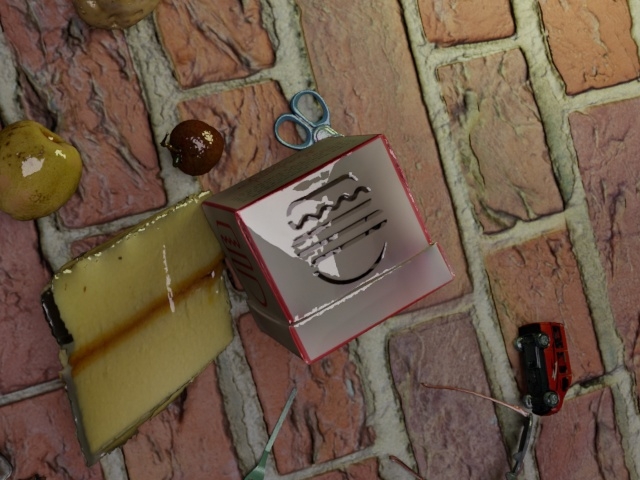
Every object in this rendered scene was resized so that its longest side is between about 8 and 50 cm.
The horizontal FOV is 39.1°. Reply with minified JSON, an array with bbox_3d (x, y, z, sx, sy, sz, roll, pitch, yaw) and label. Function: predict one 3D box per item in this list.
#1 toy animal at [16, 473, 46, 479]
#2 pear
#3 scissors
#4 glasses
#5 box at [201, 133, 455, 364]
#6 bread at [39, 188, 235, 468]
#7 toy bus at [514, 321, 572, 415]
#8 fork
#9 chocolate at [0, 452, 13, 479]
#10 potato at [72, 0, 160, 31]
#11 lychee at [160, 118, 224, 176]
[{"bbox_3d":[-0.513,0.571,1.641,0.224,0.066,0.229,35,90,6],"label":"toy animal"},{"bbox_3d":[-0.516,-0.120,1.597,0.178,0.178,0.178,0,90,-16],"label":"pear"},{"bbox_3d":[0.030,-0.189,1.814,0.256,0.030,0.125,37,83,-12],"label":"scissors"},{"bbox_3d":[0.301,0.424,1.891,0.268,0.118,0.234,25,85,5],"label":"glasses"},{"bbox_3d":[0.000,0.000,1.650,0.314,0.312,0.300,-29,104,-14],"label":"box"},{"bbox_3d":[-0.301,0.138,1.625,0.405,0.242,0.345,-25,99,-11],"label":"bread"},{"bbox_3d":[0.476,0.271,1.902,0.089,0.081,0.195,1,76,-28],"label":"toy bus"},{"bbox_3d":[-0.099,0.400,1.780,0.039,0.021,0.235,27,83,-18],"label":"fork"},{"bbox_3d":[-0.676,0.447,1.582,0.157,0.080,0.254,41,81,-27],"label":"chocolate"},{"bbox_3d":[-0.353,-0.487,1.653,0.235,0.128,0.161,-37,104,-19],"label":"potato"},{"bbox_3d":[-0.245,-0.179,1.692,0.140,0.101,0.114,0,131,-28],"label":"lychee"}]
